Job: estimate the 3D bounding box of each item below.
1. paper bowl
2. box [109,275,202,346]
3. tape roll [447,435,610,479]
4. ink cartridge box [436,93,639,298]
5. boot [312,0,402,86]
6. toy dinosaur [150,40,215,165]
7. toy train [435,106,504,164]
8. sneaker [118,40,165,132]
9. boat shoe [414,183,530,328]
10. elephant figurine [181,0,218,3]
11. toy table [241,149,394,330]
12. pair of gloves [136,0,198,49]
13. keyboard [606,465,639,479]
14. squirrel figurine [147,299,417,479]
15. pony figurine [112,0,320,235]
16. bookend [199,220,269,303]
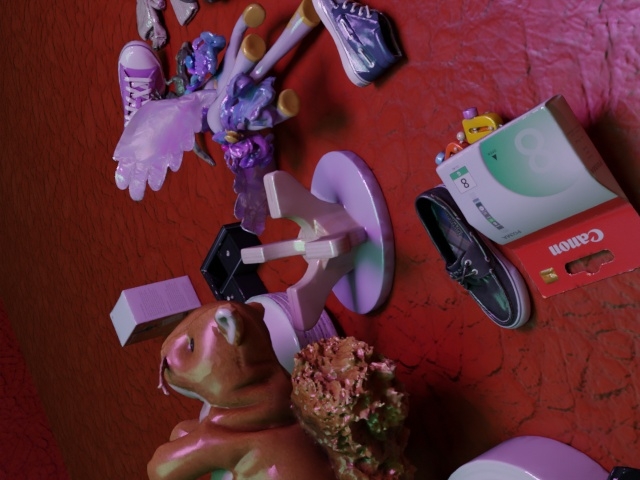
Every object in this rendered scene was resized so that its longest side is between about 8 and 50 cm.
[{"bbox_3d":[-0.088,0.239,1.301,0.284,0.148,0.284,10,102,57],"label":"paper bowl"},{"bbox_3d":[-0.392,0.167,1.663,0.130,0.171,0.091,-48,63,47],"label":"box"},{"bbox_3d":[0.297,0.415,0.939,0.286,0.100,0.286,18,113,48],"label":"tape roll"},{"bbox_3d":[0.266,-0.036,0.837,0.181,0.056,0.224,-31,91,52],"label":"ink cartridge box"},{"bbox_3d":[0.057,-0.334,1.053,0.086,0.069,0.190,-28,87,44],"label":"boot"},{"bbox_3d":[-0.299,-0.286,1.508,0.118,0.064,0.268,-3,101,45],"label":"toy dinosaur"},{"bbox_3d":[0.231,-0.110,0.915,0.166,0.046,0.125,31,138,37],"label":"toy train"},{"bbox_3d":[-0.397,-0.287,1.553,0.161,0.102,0.282,-102,14,-52],"label":"sneaker"},{"bbox_3d":[0.201,0.023,0.960,0.080,0.076,0.228,-42,68,48],"label":"boat shoe"},{"bbox_3d":[-0.238,-0.574,1.285,0.186,0.169,0.239,10,94,20],"label":"elephant figurine"},{"bbox_3d":[0.000,0.000,1.138,0.252,0.161,0.274,-24,83,52],"label":"toy table"},{"bbox_3d":[-0.353,-0.539,1.513,0.240,0.042,0.204,-16,88,53],"label":"pair of gloves"},{"bbox_3d":[0.351,0.428,0.785,0.202,0.033,0.317,29,86,3],"label":"keyboard"},{"bbox_3d":[-0.056,0.256,1.031,0.397,0.281,0.370,-15,80,12],"label":"squirrel figurine"},{"bbox_3d":[-0.156,-0.222,1.220,0.363,0.303,0.350,-25,49,55],"label":"pony figurine"},{"bbox_3d":[-0.161,0.069,1.427,0.157,0.072,0.156,58,138,22],"label":"bookend"}]
